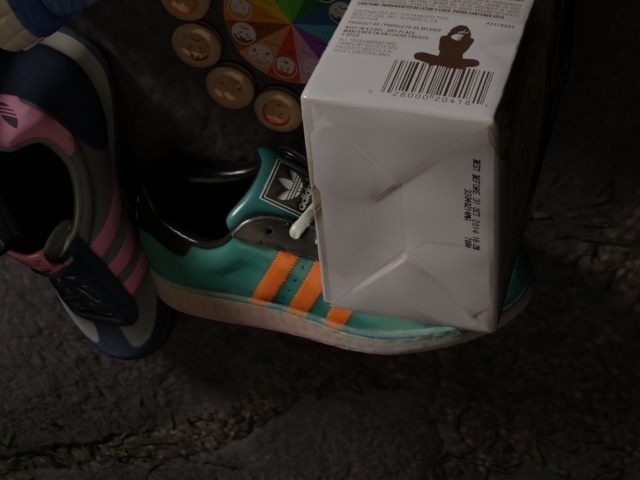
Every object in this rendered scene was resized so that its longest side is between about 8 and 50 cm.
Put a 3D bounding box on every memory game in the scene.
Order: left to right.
[{"bbox_3d":[-0.021,-0.145,0.862,0.186,0.012,0.186,11,134,11],"label":"memory game"}]

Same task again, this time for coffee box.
[{"bbox_3d":[0.076,-0.088,0.711,0.098,0.246,0.141,8,132,15],"label":"coffee box"}]

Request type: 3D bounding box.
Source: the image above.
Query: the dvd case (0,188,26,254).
[{"bbox_3d":[-0.296,-0.094,0.897,0.253,0.022,0.180,61,153,-5],"label":"dvd case"}]

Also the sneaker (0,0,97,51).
[{"bbox_3d":[-0.194,-0.237,0.721,0.147,0.129,0.330,-25,157,8],"label":"sneaker"}]

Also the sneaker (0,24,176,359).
[{"bbox_3d":[-0.198,-0.001,0.979,0.112,0.131,0.319,1,131,18],"label":"sneaker"}]

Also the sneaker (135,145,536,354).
[{"bbox_3d":[0.000,0.000,0.920,0.302,0.108,0.121,4,136,20],"label":"sneaker"}]
